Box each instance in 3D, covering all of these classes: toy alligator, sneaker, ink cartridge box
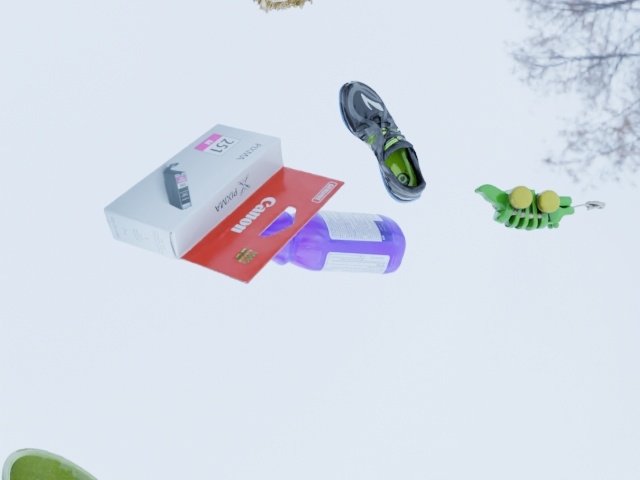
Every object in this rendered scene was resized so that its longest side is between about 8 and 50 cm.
[{"bbox_3d":[0.284,-0.035,0.890,0.190,0.056,0.051,7,-96,-16],"label":"toy alligator"},{"bbox_3d":[0.091,-0.139,0.950,0.067,0.078,0.188,-31,-87,-15],"label":"sneaker"},{"bbox_3d":[-0.133,-0.067,1.021,0.275,0.239,0.060,-48,-37,-41],"label":"ink cartridge box"}]

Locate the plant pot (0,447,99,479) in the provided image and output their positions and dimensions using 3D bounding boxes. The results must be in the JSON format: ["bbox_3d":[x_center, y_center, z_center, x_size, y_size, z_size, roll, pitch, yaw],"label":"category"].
[{"bbox_3d":[-0.129,0.149,0.300,0.079,0.083,0.083,-48,-50,-3],"label":"plant pot"}]

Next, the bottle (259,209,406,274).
[{"bbox_3d":[0.000,0.000,1.176,0.283,0.118,0.092,3,-62,-23],"label":"bottle"}]

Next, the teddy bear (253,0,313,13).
[{"bbox_3d":[-0.019,-0.397,0.856,0.245,0.113,0.338,112,178,-49],"label":"teddy bear"}]
